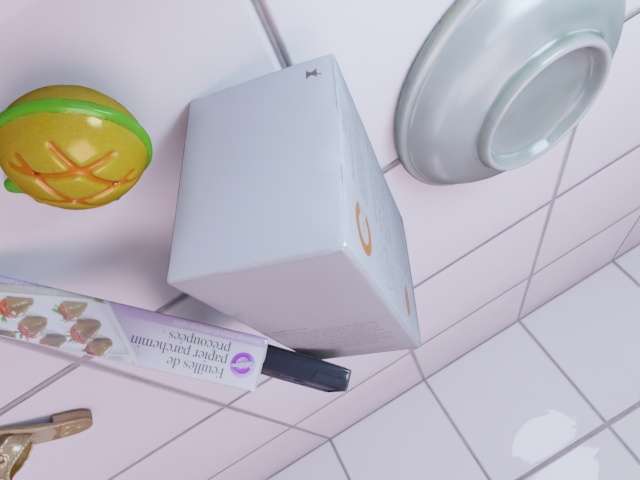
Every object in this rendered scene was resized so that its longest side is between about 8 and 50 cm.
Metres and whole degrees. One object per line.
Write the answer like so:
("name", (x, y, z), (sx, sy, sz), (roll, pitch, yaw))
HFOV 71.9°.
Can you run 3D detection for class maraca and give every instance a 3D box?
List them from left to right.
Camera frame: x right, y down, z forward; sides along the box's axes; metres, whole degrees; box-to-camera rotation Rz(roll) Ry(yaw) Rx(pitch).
("maraca", (-0.229, -0.073, 0.409), (0.127, 0.099, 0.185), (6, 157, -33))

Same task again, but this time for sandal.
("sandal", (-0.518, 0.365, 0.752), (0.239, 0.079, 0.088), (-8, 140, -33))

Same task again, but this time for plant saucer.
("plant saucer", (0.304, -0.216, 0.656), (0.400, 0.101, 0.401), (-22, 146, -16))

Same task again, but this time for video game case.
("video game case", (-0.102, 0.184, 0.685), (0.274, 0.035, 0.248), (16, 160, 2))

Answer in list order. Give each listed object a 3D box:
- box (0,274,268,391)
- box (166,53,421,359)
("box", (-0.225, 0.108, 0.513), (0.323, 0.063, 0.067), (15, 165, -7))
("box", (0.000, 0.000, 0.538), (0.168, 0.215, 0.345), (-12, 151, 17))
